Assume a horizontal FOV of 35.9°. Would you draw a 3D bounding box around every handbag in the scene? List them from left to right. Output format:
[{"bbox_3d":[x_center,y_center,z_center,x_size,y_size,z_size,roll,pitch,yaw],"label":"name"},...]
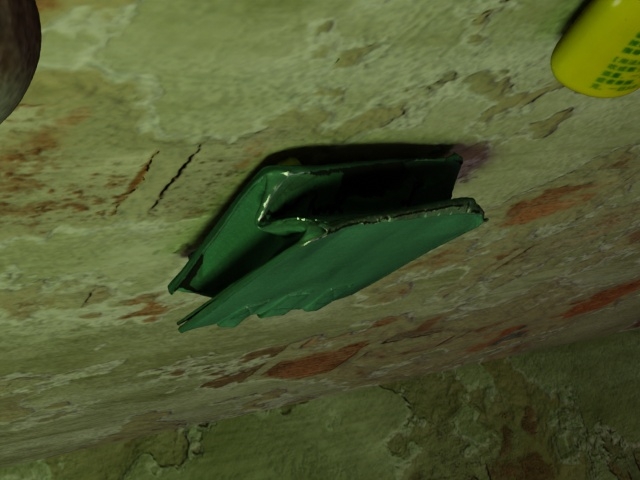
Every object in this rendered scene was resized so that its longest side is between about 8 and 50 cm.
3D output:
[{"bbox_3d":[0.000,-0.005,1.053,0.268,0.100,0.274,-9,162,-37],"label":"handbag"}]

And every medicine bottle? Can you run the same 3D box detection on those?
[{"bbox_3d":[0.278,-0.207,0.740,0.111,0.076,0.309,-18,164,-20],"label":"medicine bottle"}]

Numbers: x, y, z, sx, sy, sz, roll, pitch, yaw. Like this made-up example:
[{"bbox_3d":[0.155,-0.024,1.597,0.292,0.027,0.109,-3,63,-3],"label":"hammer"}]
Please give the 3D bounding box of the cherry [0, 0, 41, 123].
[{"bbox_3d":[-0.218,-0.102,0.469,0.176,0.140,0.176,-3,-174,0],"label":"cherry"}]
